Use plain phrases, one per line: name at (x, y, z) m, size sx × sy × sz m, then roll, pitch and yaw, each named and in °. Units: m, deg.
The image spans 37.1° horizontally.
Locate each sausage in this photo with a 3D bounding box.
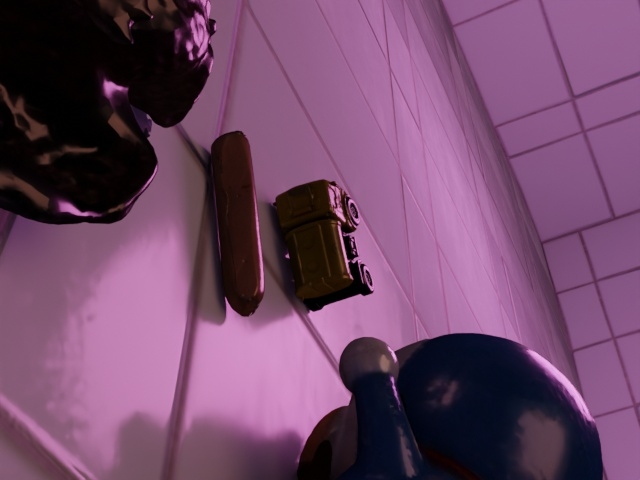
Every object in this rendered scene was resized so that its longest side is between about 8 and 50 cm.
sausage at (-0.047, -0.011, 0.545) m, size 0.026 × 0.026 × 0.116 m, roll 48°, pitch 28°, yaw -53°

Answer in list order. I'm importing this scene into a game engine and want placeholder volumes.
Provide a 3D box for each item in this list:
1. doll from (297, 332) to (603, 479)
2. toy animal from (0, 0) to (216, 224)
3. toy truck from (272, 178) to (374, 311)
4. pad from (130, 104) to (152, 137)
doll at (0.052, 0.152, 0.497) m, size 0.257 × 0.161 × 0.215 m, roll -22°, pitch 106°, yaw -58°
toy animal at (-0.103, -0.102, 0.372) m, size 0.179 × 0.116 × 0.218 m, roll 92°, pitch -1°, yaw -76°
toy truck at (0.000, 0.000, 0.647) m, size 0.054 × 0.049 × 0.083 m, roll 35°, pitch 39°, yaw -62°
pad at (-0.150, -0.212, 0.468) m, size 0.269 × 0.012 × 0.269 m, roll 54°, pitch 23°, yaw -45°
